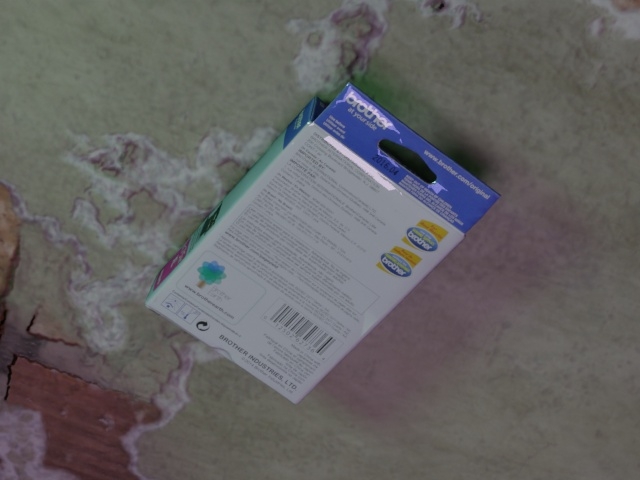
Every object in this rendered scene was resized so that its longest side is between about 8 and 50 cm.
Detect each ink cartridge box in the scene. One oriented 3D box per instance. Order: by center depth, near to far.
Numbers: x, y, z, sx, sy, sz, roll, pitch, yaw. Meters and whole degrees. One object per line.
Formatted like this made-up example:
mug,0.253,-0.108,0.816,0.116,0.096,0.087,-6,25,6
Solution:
ink cartridge box,0.000,0.000,1.360,0.186,0.065,0.311,35,120,-15
